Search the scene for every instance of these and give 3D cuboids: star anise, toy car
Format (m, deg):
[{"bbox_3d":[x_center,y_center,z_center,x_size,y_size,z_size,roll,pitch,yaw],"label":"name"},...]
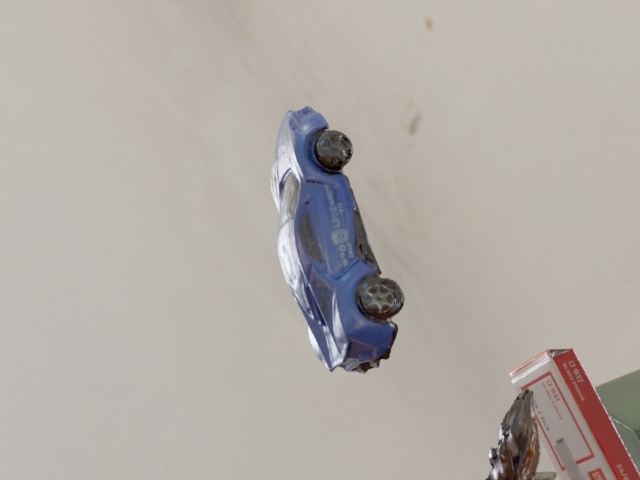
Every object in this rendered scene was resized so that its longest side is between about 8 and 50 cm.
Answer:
[{"bbox_3d":[0.151,0.227,0.912,0.157,0.054,0.212,41,-114,-56],"label":"star anise"},{"bbox_3d":[0.000,0.000,0.865,0.063,0.216,0.103,-14,-14,-21],"label":"toy car"}]

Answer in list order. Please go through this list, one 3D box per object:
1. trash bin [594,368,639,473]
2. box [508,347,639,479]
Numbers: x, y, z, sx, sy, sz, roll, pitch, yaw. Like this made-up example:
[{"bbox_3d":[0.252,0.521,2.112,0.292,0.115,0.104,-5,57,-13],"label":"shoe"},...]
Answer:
[{"bbox_3d":[0.607,0.283,1.799,0.344,0.223,0.158,-12,-73,-17],"label":"trash bin"},{"bbox_3d":[0.366,0.271,1.603,0.050,0.229,0.123,-17,-16,-30],"label":"box"}]
